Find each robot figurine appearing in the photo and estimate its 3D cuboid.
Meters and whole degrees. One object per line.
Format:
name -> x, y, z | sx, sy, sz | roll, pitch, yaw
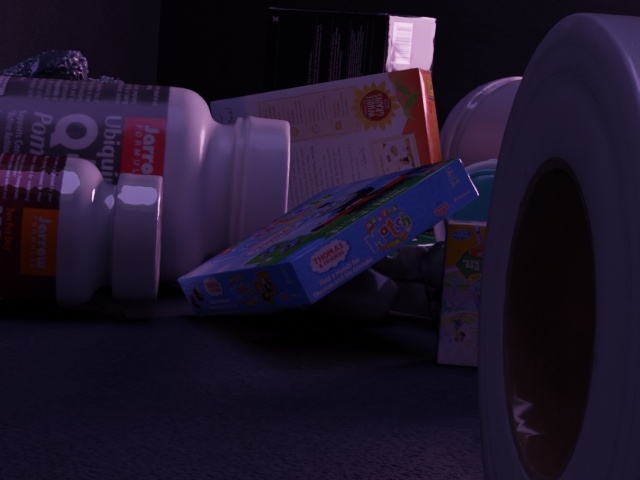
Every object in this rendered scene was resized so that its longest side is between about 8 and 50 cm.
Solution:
robot figurine -> 0.263, -0.079, 1.739 | 0.300, 0.199, 0.353 | -32, 24, -23

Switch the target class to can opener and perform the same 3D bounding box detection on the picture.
can opener -> 0.104, 0.047, 1.254 | 0.280, 0.074, 0.093 | 6, 42, 29

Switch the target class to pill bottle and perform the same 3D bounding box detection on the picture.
pill bottle -> -0.237, -0.008, 1.220 | 0.221, 0.121, 0.121 | 3, 7, -4
pill bottle -> -0.190, -0.051, 1.365 | 0.319, 0.176, 0.176 | 3, 7, -4

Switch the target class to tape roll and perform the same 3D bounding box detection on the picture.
tape roll -> 0.171, 0.035, 0.624 | 0.169, 0.246, 0.246 | 3, 7, -7

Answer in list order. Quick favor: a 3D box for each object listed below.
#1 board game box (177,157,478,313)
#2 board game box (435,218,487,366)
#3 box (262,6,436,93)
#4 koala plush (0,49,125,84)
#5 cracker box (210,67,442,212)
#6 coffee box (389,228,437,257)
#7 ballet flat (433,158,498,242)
board game box -> 0.000, 0.000, 1.181 | 0.160, 0.039, 0.211 | -32, 9, -26
board game box -> 0.164, 0.042, 1.117 | 0.154, 0.103, 0.026 | 4, 8, 0
box -> 0.027, -0.134, 1.799 | 0.184, 0.261, 0.103 | 10, 10, 38
koala plush -> -0.292, -0.107, 1.785 | 0.221, 0.196, 0.203 | 10, 21, 35
cracker box -> 0.009, -0.087, 1.637 | 0.232, 0.155, 0.067 | -7, -1, 15
coffee box -> 0.075, 0.013, 1.539 | 0.113, 0.040, 0.184 | 9, 9, 37
ballet flat -> 0.294, 0.017, 1.313 | 0.400, 0.139, 0.139 | 11, 8, 9
